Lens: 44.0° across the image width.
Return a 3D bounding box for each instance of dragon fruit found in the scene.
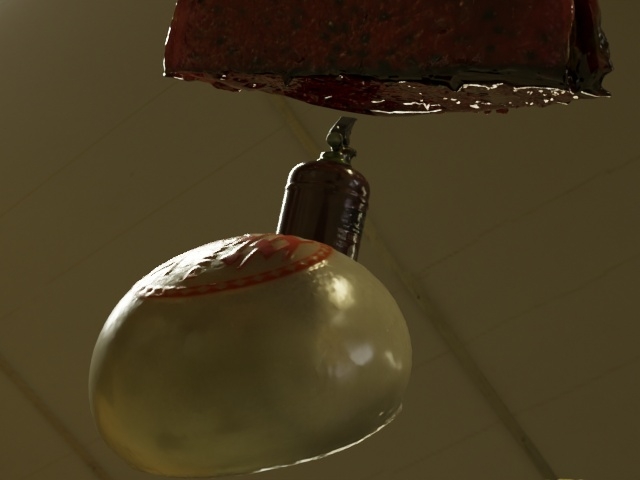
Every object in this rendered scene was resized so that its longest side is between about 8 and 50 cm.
[{"bbox_3d":[0.049,-0.144,0.478,0.262,0.163,0.189,10,-55,25],"label":"dragon fruit"}]

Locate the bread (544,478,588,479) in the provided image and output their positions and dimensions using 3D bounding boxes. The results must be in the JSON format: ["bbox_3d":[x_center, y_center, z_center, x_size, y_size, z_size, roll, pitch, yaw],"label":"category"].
[{"bbox_3d":[0.233,0.313,0.631,0.254,0.227,0.142,17,-36,-11],"label":"bread"}]

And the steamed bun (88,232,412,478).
[{"bbox_3d":[-0.052,0.069,0.572,0.232,0.232,0.145,-8,-87,9],"label":"steamed bun"}]

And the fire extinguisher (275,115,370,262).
[{"bbox_3d":[0.000,0.000,0.941,0.102,0.138,0.343,9,-101,11],"label":"fire extinguisher"}]
